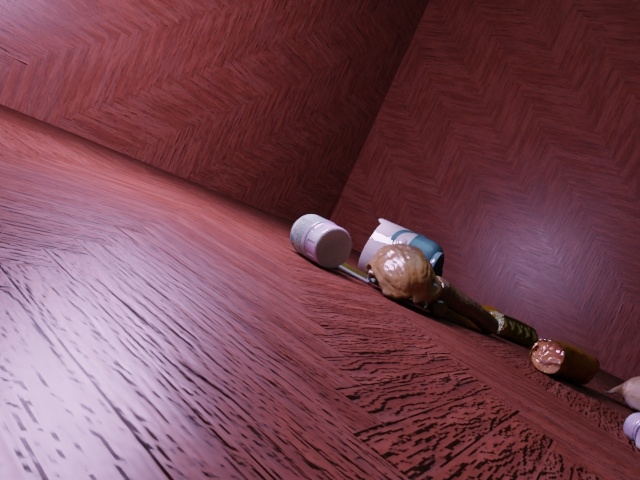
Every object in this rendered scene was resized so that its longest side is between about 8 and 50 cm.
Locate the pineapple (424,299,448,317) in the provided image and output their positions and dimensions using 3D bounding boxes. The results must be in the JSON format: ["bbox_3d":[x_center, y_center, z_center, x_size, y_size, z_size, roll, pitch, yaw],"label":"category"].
[{"bbox_3d":[0.347,0.209,1.347,0.058,0.058,0.124,25,-9,0],"label":"pineapple"}]

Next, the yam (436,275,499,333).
[{"bbox_3d":[0.475,0.219,1.450,0.356,0.081,0.081,34,-3,-32],"label":"yam"}]

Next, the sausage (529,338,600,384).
[{"bbox_3d":[0.681,0.338,1.218,0.270,0.109,0.109,22,3,-33],"label":"sausage"}]

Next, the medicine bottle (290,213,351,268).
[{"bbox_3d":[0.000,0.000,1.296,0.135,0.135,0.168,23,2,-33],"label":"medicine bottle"}]

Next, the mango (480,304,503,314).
[{"bbox_3d":[0.729,0.331,1.918,0.164,0.089,0.115,20,13,-18],"label":"mango"}]

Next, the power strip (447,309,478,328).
[{"bbox_3d":[0.493,0.270,1.563,0.178,0.028,0.049,23,4,-14],"label":"power strip"}]

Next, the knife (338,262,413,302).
[{"bbox_3d":[0.146,0.117,1.404,0.342,0.027,0.061,27,17,3],"label":"knife"}]

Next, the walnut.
[{"bbox_3d":[0.244,0.089,1.291,0.238,0.142,0.204,18,19,27],"label":"walnut"}]

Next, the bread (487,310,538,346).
[{"bbox_3d":[0.766,0.354,1.739,0.269,0.087,0.098,24,-1,-29],"label":"bread"}]

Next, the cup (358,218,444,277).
[{"bbox_3d":[0.288,0.090,1.543,0.257,0.219,0.290,25,-30,28],"label":"cup"}]

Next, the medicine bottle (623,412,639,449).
[{"bbox_3d":[0.545,0.323,0.692,0.074,0.055,0.118,24,4,-6],"label":"medicine bottle"}]

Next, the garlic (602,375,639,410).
[{"bbox_3d":[0.942,0.459,1.169,0.338,0.151,0.196,17,-30,40],"label":"garlic"}]
